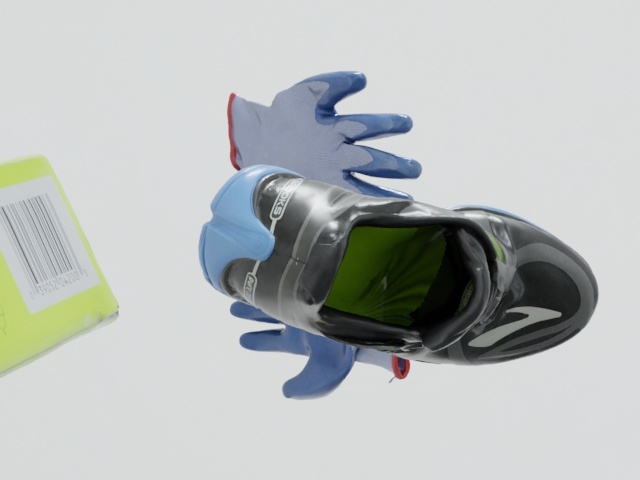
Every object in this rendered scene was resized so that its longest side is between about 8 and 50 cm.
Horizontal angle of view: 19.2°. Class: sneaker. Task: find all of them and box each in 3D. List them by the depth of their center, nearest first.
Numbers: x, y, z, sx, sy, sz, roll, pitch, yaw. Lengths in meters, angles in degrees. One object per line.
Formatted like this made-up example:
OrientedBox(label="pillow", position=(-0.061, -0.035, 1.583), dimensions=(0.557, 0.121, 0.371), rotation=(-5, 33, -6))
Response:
OrientedBox(label="sneaker", position=(0.040, 0.019, 0.692), dimensions=(0.188, 0.078, 0.067), rotation=(13, -80, -45))

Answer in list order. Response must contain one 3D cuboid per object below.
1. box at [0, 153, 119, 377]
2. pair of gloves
OrientedBox(label="box", position=(-0.136, 0.042, 0.354), dimensions=(0.178, 0.042, 0.109), rotation=(-26, 1, 15))
OrientedBox(label="pair of gloves", position=(0.000, 0.000, 1.084), dimensions=(0.023, 0.198, 0.159), rotation=(-11, 14, -38))
